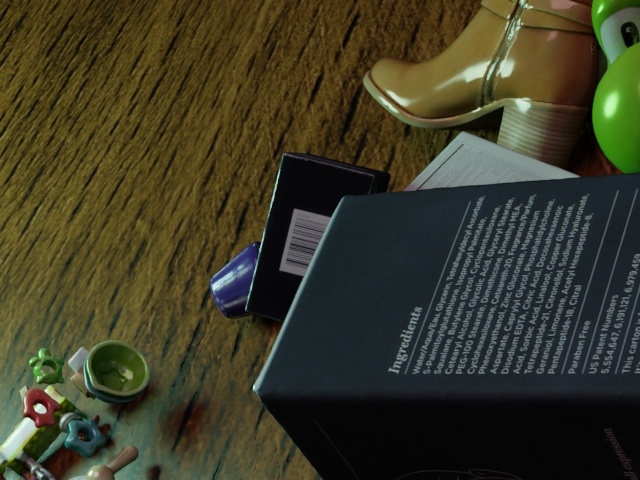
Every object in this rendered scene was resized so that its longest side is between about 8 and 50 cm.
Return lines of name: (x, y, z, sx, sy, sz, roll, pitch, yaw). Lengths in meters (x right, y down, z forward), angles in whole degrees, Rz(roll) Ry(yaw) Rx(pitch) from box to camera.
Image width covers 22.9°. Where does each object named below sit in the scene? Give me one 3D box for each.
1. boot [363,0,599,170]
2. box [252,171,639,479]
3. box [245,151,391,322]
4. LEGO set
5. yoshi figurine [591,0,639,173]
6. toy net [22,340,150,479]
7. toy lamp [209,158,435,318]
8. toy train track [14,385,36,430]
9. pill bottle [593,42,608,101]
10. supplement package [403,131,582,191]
boot: (0.173, -0.212, 1.643, 0.283, 0.109, 0.220, 30, 113, 46)
box: (0.207, 0.124, 1.202, 0.395, 0.293, 0.212, -3, 47, 32)
box: (0.000, 0.000, 1.528, 0.093, 0.158, 0.156, 15, 95, 8)
LEGO set: (-0.301, 0.225, 1.616, 0.287, 0.132, 0.107, -25, 46, -39)
yoshi figurine: (0.293, -0.033, 1.235, 0.203, 0.362, 0.203, -33, 26, -13)
toy net: (-0.231, 0.200, 1.565, 0.045, 0.122, 0.232, 124, 150, -44)
toy lamp: (0.015, 0.003, 1.646, 0.275, 0.080, 0.080, -25, 38, 7)
toy train track: (-0.316, 0.186, 1.738, 0.048, 0.014, 0.083, -41, 32, 2)
pill bottle: (0.292, -0.184, 1.646, 0.078, 0.078, 0.137, -40, 38, -9)
supplement package: (0.191, 0.019, 1.455, 0.139, 0.134, 0.244, -45, 39, -14)
